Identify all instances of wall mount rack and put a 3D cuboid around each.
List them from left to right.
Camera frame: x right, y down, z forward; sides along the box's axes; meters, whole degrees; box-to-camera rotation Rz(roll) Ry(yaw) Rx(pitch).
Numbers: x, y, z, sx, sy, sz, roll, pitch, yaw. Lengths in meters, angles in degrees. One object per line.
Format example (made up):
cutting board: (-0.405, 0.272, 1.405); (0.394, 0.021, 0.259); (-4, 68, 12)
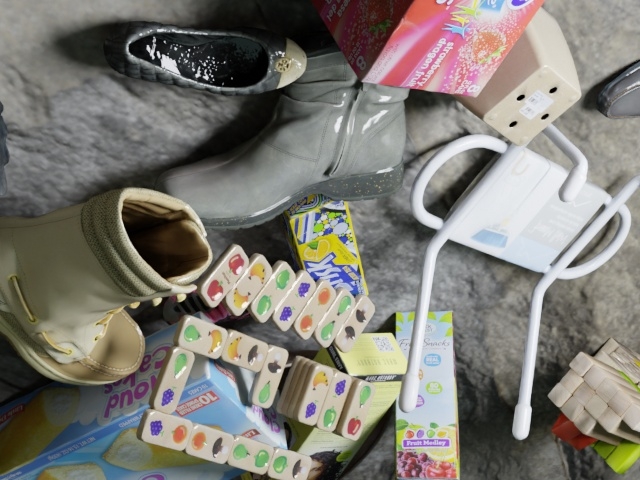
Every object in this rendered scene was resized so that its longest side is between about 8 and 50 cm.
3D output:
wall mount rack: (0.207, 0.040, 1.624); (0.350, 0.130, 0.304); (20, 115, -46)

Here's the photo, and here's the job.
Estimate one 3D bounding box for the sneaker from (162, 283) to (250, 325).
sneaker: (-0.096, 0.066, 1.556); (0.119, 0.047, 0.057); (-14, 154, -17)

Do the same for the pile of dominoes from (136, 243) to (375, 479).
pile of dominoes: (-0.040, 0.120, 1.472); (0.251, 0.040, 0.196); (25, 84, -48)

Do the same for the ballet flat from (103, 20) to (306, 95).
ballet flat: (-0.088, -0.142, 1.269); (0.173, 0.049, 0.058); (1, 105, -26)

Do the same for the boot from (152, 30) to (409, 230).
boot: (-0.030, -0.106, 1.371); (0.246, 0.083, 0.161); (-12, 130, -21)

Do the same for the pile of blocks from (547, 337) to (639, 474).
pile of blocks: (0.340, 0.208, 1.841); (0.113, 0.149, 0.362); (-51, 167, 12)

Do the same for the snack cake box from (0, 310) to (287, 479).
snack cake box: (-0.184, 0.191, 1.551); (0.264, 0.089, 0.152); (-26, 133, 15)

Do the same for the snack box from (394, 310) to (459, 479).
snack box: (0.114, 0.208, 1.725); (0.070, 0.207, 0.174); (0, 142, 4)

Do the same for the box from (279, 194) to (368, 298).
box: (0.000, 0.000, 1.523); (0.059, 0.054, 0.169); (-24, 144, -6)

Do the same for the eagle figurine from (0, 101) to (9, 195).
eagle figurine: (-0.362, -0.073, 1.098); (0.226, 0.225, 0.298); (11, 170, 4)

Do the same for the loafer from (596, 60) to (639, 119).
loafer: (0.353, -0.148, 1.567); (0.170, 0.061, 0.062); (-18, 145, -13)

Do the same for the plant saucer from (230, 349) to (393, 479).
plant saucer: (-0.070, 0.215, 1.753); (0.310, 0.050, 0.311); (-17, 143, -13)

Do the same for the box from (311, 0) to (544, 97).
box: (0.115, -0.246, 1.230); (0.128, 0.123, 0.257); (4, 134, -38)

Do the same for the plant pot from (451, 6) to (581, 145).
plant pot: (0.165, -0.149, 1.410); (0.109, 0.096, 0.109); (-40, 143, 17)

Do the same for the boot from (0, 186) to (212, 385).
boot: (-0.175, 0.042, 1.367); (0.203, 0.095, 0.262); (-12, 146, 25)

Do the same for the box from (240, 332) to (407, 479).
box: (0.003, 0.194, 1.684); (0.087, 0.058, 0.232); (0, 135, -35)
